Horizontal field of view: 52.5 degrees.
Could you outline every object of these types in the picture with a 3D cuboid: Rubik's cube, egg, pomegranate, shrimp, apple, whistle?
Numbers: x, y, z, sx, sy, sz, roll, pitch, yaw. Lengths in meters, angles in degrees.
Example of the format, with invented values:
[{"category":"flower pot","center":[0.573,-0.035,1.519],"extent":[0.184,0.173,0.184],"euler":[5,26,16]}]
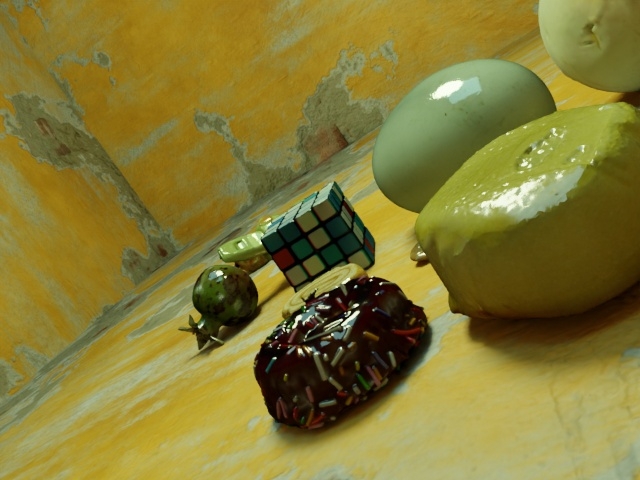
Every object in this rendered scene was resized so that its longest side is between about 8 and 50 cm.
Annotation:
[{"category":"Rubik's cube","center":[0.000,0.000,1.221],"extent":[0.155,0.151,0.154],"euler":[-31,13,13]},{"category":"egg","center":[0.527,-0.397,1.071],"extent":[0.345,0.283,0.283],"euler":[-34,9,-31]},{"category":"pomegranate","center":[-0.209,0.125,1.329],"extent":[0.148,0.148,0.169],"euler":[-20,23,51]},{"category":"shrimp","center":[0.183,0.002,1.019],"extent":[0.108,0.023,0.059],"euler":[-40,22,-32]},{"category":"apple","center":[-0.190,0.027,1.792],"extent":[0.114,0.099,0.102],"euler":[-34,8,16]},{"category":"whistle","center":[-0.072,-0.023,1.395],"extent":[0.294,0.141,0.141],"euler":[-7,-7,-35]},{"category":"egg","center":[0.217,-0.153,1.050],"extent":[0.230,0.230,0.371],"euler":[-40,6,-28]}]

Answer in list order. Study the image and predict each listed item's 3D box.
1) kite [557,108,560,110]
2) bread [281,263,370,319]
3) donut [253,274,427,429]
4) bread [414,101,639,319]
[{"category":"kite","center":[0.427,-0.224,1.318],"extent":[0.159,0.010,0.190],"euler":[-36,12,-13]},{"category":"bread","center":[0.012,0.090,0.993],"extent":[0.149,0.073,0.122],"euler":[-31,9,13]},{"category":"donut","center":[0.018,0.124,0.791],"extent":[0.235,0.089,0.235],"euler":[-31,10,6]},{"category":"bread","center":[0.230,-0.024,0.669],"extent":[0.270,0.148,0.270],"euler":[-34,14,10]}]
